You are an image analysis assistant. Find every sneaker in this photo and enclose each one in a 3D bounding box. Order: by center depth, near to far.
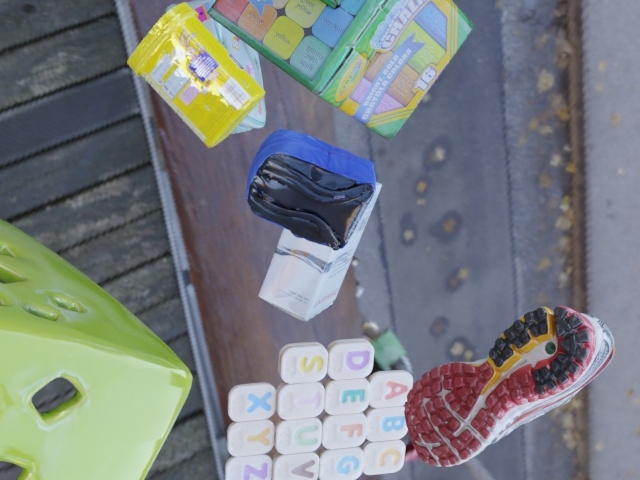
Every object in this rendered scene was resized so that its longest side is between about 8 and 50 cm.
[{"bbox_3d":[0.168,0.137,0.953,0.093,0.088,0.225,9,145,-47],"label":"sneaker"}]

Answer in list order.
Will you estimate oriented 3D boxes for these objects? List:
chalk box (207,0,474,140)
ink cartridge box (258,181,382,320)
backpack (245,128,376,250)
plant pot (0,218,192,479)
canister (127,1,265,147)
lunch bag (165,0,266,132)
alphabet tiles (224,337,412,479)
[{"bbox_3d":[0.012,-0.188,0.874,0.132,0.132,0.213,-54,155,9],"label":"chalk box"},{"bbox_3d":[0.000,0.000,1.609,0.208,0.087,0.153,-69,166,15],"label":"ink cartridge box"},{"bbox_3d":[-0.017,-0.059,1.108,0.120,0.101,0.098,18,119,-14],"label":"backpack"},{"bbox_3d":[-0.238,0.086,0.500,0.207,0.227,0.228,29,90,-48],"label":"plant pot"},{"bbox_3d":[-0.174,-0.230,1.508,0.126,0.170,0.073,-42,-179,35],"label":"canister"},{"bbox_3d":[-0.177,-0.289,1.840,0.279,0.108,0.224,0,82,-78],"label":"lunch bag"},{"bbox_3d":[0.000,0.278,1.555,0.278,0.021,0.284,-2,109,-18],"label":"alphabet tiles"}]
